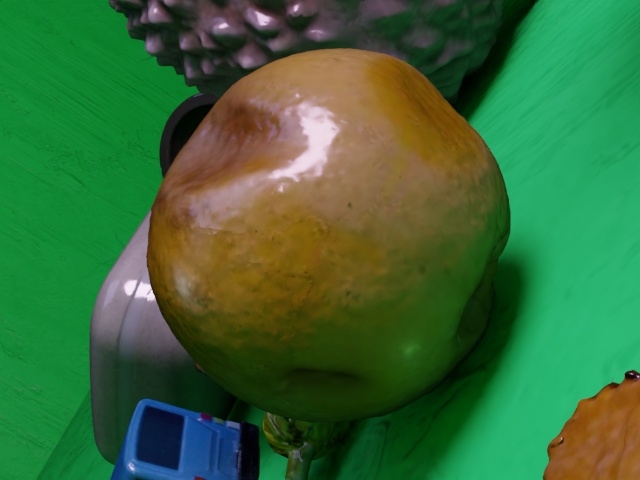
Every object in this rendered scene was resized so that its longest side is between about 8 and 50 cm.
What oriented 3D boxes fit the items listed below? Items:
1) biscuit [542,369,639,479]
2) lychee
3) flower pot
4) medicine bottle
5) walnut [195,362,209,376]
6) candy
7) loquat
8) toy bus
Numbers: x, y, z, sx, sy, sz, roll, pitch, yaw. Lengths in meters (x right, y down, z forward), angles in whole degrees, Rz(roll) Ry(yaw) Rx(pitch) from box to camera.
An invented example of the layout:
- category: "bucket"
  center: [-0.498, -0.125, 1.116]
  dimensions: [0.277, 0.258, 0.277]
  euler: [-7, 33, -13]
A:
- category: "biscuit"
  center: [0.116, 0.111, 0.264]
  dimensions: [0.237, 0.013, 0.232]
  euler: [-43, 18, 54]
- category: "lychee"
  center: [0.005, -0.281, 0.913]
  dimensions: [0.380, 0.432, 0.380]
  euler: [7, -90, -85]
- category: "flower pot"
  center: [-0.099, -0.121, 1.417]
  dimensions: [0.235, 0.235, 0.148]
  euler: [-48, -5, 37]
- category: "medicine bottle"
  center: [-0.109, 0.039, 0.979]
  dimensions: [0.375, 0.123, 0.282]
  euler: [-68, -8, -48]
- category: "walnut"
  center: [-0.019, 0.021, 0.759]
  dimensions: [0.238, 0.141, 0.204]
  euler: [4, -80, -78]
- category: "candy"
  center: [-0.017, 0.167, 0.611]
  dimensions: [0.062, 0.058, 0.194]
  euler: [-15, 42, 25]
- category: "loquat"
  center: [0.001, -0.005, 0.548]
  dimensions: [0.213, 0.213, 0.213]
  euler: [-53, 11, 16]
- category: "toy bus"
  center: [-0.110, 0.208, 0.650]
  dimensions: [0.090, 0.106, 0.185]
  euler: [-101, 31, -66]
